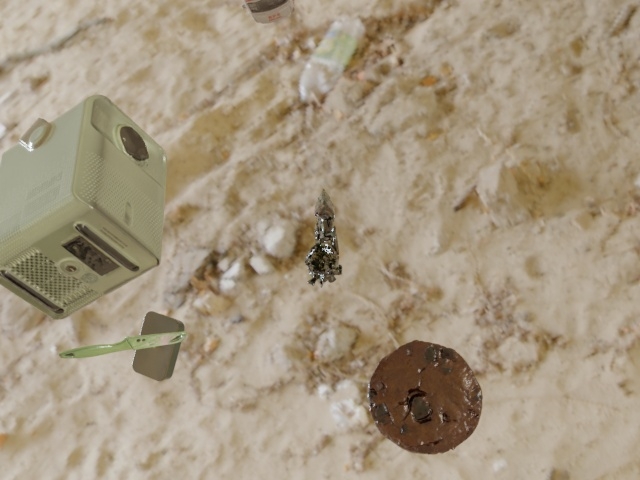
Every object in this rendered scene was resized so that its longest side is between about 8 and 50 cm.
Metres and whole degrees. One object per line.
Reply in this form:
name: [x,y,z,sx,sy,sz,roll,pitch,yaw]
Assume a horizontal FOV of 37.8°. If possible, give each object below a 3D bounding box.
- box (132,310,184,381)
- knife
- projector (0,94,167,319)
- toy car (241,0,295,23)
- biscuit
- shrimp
box: [-0.316,0.207,1.835,0.091,0.031,0.126,14,89,32]
knife: [-0.313,0.165,1.491,0.207,0.030,0.014,-6,38,-25]
projector: [-0.299,-0.050,1.160,0.177,0.163,0.242,-28,41,19]
toy car: [-0.104,-0.441,1.520,0.089,0.210,0.108,-17,34,7]
biscuit: [0.173,0.259,1.544,0.192,0.049,0.192,0,80,2]
shrimp: [0.000,0.000,0.897,0.034,0.091,0.161,-4,12,-1]
